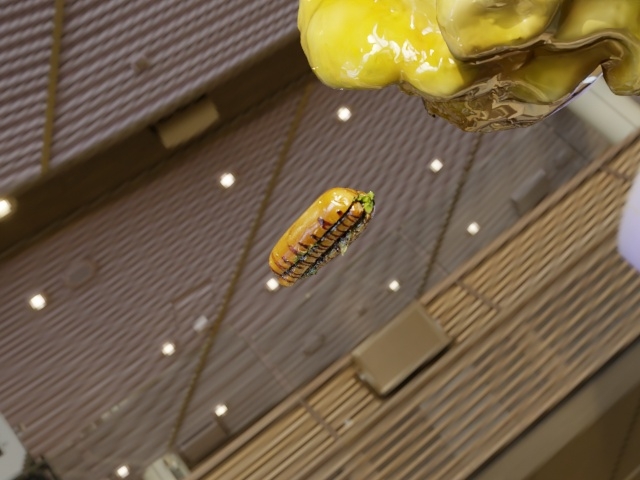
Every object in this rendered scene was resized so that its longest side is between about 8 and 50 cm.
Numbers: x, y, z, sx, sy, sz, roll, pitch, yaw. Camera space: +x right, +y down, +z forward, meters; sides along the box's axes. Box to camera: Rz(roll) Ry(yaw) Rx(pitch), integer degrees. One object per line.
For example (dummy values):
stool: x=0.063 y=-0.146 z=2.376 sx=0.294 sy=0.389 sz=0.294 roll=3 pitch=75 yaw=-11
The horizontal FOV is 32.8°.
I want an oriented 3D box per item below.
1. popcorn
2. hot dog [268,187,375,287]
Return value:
popcorn: x=0.159 y=-0.184 z=0.668 sx=0.297 sy=0.281 sz=0.316 roll=-14 pitch=-25 yaw=-39
hot dog: x=0.000 y=0.000 z=0.836 sx=0.049 sy=0.037 sz=0.122 roll=12 pitch=-40 yaw=-28
